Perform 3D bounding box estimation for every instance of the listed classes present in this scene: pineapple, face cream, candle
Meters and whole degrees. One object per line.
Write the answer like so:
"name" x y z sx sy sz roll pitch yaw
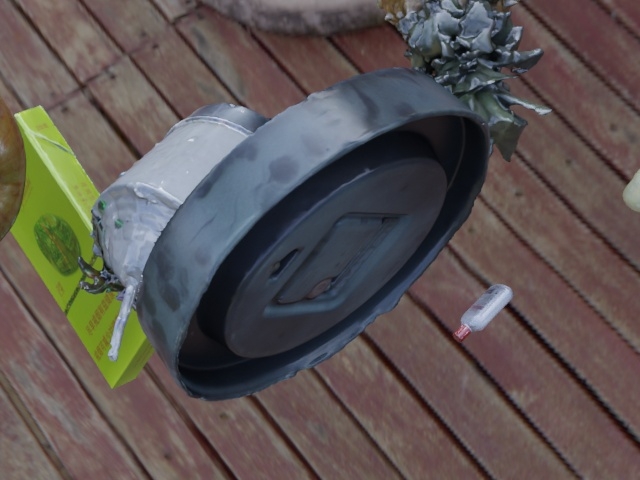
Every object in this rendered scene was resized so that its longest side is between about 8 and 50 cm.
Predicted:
"pineapple" 0.133 -0.210 1.220 0.169 0.169 0.340 -5 61 4
"face cream" 0.180 0.082 1.373 0.083 0.040 0.021 -43 108 -20
"candle" -0.154 -0.008 1.353 0.187 0.187 0.330 23 42 16

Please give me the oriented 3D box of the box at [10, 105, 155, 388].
"box" -0.316 0.011 1.580 0.047 0.187 0.335 -26 73 -37

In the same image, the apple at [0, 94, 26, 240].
"apple" -0.432 -0.079 1.256 0.194 0.261 0.260 15 67 31

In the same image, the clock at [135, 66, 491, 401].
"clock" 0.000 0.000 0.989 0.325 0.325 0.067 -37 66 -11

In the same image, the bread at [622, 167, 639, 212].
"bread" 0.244 -0.090 0.679 0.039 0.251 0.182 39 119 14
